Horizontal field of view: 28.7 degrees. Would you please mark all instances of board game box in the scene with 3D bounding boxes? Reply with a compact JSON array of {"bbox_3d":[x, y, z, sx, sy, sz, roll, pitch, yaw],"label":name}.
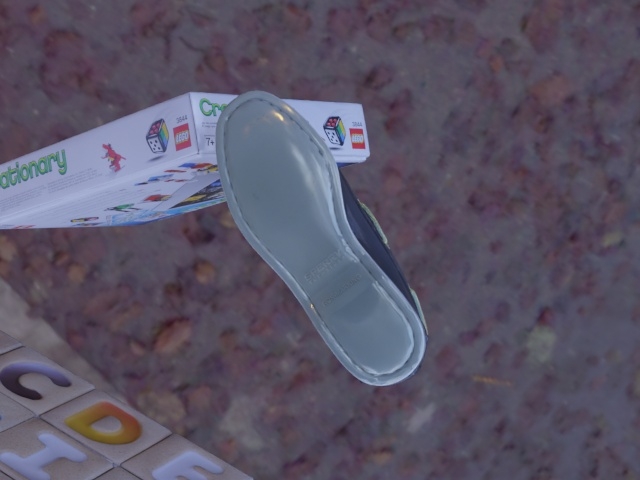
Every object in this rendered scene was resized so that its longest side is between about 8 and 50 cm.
[{"bbox_3d":[-0.135,-0.062,1.072,0.193,0.305,0.053,-3,82,-48],"label":"board game box"}]

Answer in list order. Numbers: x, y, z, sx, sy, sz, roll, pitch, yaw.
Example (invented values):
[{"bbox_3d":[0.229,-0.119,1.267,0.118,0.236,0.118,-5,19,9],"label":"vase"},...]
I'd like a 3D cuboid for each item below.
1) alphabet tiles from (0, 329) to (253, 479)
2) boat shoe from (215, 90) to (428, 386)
[{"bbox_3d":[-0.136,0.079,0.429,0.198,0.237,0.009,-21,134,-62],"label":"alphabet tiles"},{"bbox_3d":[0.000,0.000,0.872,0.081,0.228,0.068,-31,168,7],"label":"boat shoe"}]
